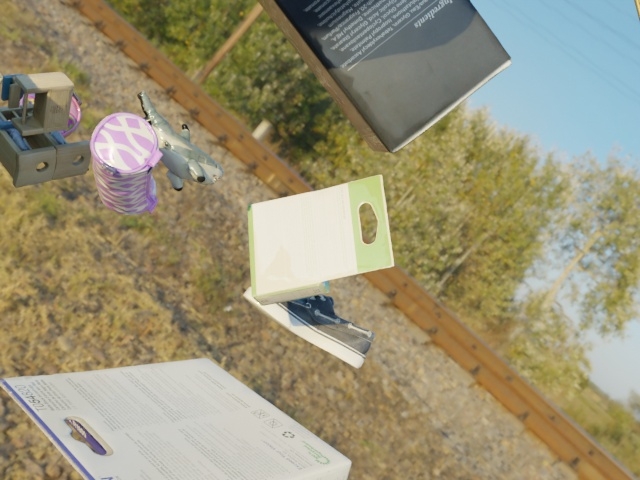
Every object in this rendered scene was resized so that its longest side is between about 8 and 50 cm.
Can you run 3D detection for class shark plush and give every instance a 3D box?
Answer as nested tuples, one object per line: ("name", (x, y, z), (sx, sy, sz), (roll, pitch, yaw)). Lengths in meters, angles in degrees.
("shark plush", (-0.208, -0.139, 1.048), (0.161, 0.067, 0.073), (46, -35, -10))

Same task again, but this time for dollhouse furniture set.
("dollhouse furniture set", (-0.445, -0.204, 1.173), (0.129, 0.183, 0.129), (-19, 54, -43))

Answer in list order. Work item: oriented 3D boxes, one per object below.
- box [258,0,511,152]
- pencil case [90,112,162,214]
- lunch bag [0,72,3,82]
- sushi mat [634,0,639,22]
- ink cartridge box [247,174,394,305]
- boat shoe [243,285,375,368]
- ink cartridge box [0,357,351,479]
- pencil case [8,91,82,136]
("box", (0.056, -0.346, 1.103), (0.395, 0.212, 0.293), (51, 4, -6))
("pencil case", (-0.254, -0.096, 0.975), (0.088, 0.086, 0.206), (23, -17, -8))
("lunch bag", (-0.554, -0.264, 0.860), (0.235, 0.169, 0.287), (39, -6, 45))
("sushi mat", (0.554, -0.329, 1.087), (0.019, 0.151, 0.316), (-27, 100, -51))
("ink cartridge box", (0.000, 0.000, 1.189), (0.056, 0.235, 0.171), (56, 25, -60))
("boat shoe", (-0.015, 0.152, 1.490), (0.301, 0.102, 0.108), (32, -8, -20))
("ink cartridge box", (-0.126, 0.170, 0.622), (0.224, 0.045, 0.223), (4, 15, -45))
("pencil case", (-0.587, -0.233, 1.502), (0.124, 0.124, 0.284), (38, -28, -25))
